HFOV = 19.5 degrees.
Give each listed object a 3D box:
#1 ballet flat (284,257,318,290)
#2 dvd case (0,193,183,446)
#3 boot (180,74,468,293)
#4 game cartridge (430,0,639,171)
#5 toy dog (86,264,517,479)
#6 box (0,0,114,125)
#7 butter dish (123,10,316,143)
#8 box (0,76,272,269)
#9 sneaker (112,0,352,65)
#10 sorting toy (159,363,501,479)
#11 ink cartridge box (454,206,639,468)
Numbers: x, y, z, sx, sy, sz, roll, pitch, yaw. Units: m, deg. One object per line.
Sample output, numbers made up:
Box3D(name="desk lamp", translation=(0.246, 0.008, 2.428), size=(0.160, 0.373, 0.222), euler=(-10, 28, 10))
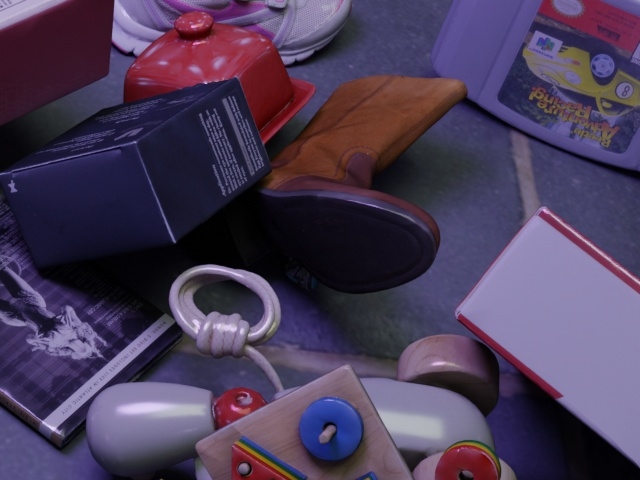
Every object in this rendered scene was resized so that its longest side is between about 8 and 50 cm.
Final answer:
Box3D(name="ballet flat", translation=(0.000, 0.000, 1.666), size=(0.041, 0.041, 0.114), euler=(30, 45, 8))
Box3D(name="dvd case", translation=(-0.246, 0.058, 1.539), size=(0.221, 0.018, 0.164), euler=(34, 46, 14))
Box3D(name="boot", translation=(0.052, -0.059, 1.644), size=(0.264, 0.096, 0.280), euler=(-4, 26, 42))
Box3D(name="game cartridge", translation=(0.263, -0.175, 1.807), size=(0.294, 0.196, 0.060), euler=(23, 45, 1))
Box3D(name="toy dog", translation=(0.000, 0.171, 1.463), size=(0.333, 0.161, 0.220), euler=(16, 47, 16))
Box3D(name="box", translation=(-0.303, -0.176, 1.526), size=(0.232, 0.127, 0.148), euler=(-29, 62, -28))
Box3D(name="butter dish", translation=(-0.107, -0.152, 1.688), size=(0.160, 0.118, 0.160), euler=(15, 41, 28))
Box3D(name="box", translation=(-0.153, -0.056, 1.555), size=(0.158, 0.156, 0.093), euler=(-39, 113, -51))
Box3D(name="sneaker", translation=(-0.081, -0.240, 1.803), size=(0.252, 0.111, 0.103), euler=(-5, 51, -24))
Box3D(name="sorting toy", translation=(-0.015, 0.183, 1.347), size=(0.132, 0.274, 0.046), euler=(61, 14, -2))
Box3D(name="ink cartridge box", translation=(0.238, 0.093, 1.502), size=(0.197, 0.273, 0.114), euler=(39, 92, 17))
